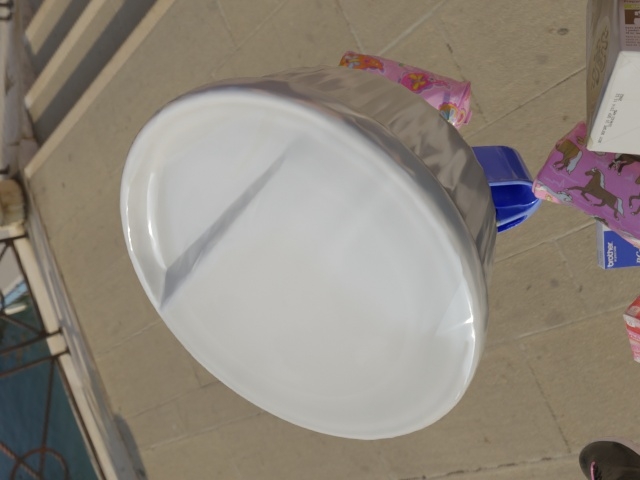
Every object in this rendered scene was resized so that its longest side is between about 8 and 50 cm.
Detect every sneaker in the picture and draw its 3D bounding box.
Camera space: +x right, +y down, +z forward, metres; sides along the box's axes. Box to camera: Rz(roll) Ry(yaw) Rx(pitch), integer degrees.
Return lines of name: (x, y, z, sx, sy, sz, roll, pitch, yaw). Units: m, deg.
sneaker: (0.408, 0.361, 0.881, 0.296, 0.147, 0.104, 169, 88, -83)

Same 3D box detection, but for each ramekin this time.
ramekin: (0.000, 0.000, 0.452, 0.273, 0.127, 0.272, 16, 129, 22)

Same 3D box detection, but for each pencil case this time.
pencil case: (0.166, -0.296, 1.260, 0.284, 0.124, 0.124, 18, 113, 14)
pencil case: (0.548, -0.045, 1.011, 0.386, 0.167, 0.160, 36, 134, 24)

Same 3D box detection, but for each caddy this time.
caddy: (0.394, -0.105, 1.598, 0.241, 0.342, 0.179, 102, 160, -58)

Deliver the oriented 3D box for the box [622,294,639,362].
box: (0.749, 0.194, 1.156, 0.300, 0.142, 0.154, 26, 151, 54)

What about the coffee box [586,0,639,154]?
coffee box: (0.428, -0.279, 0.816, 0.119, 0.297, 0.168, 7, 149, 13)

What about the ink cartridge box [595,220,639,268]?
ink cartridge box: (0.706, -0.041, 1.466, 0.097, 0.046, 0.207, -5, 100, 3)
